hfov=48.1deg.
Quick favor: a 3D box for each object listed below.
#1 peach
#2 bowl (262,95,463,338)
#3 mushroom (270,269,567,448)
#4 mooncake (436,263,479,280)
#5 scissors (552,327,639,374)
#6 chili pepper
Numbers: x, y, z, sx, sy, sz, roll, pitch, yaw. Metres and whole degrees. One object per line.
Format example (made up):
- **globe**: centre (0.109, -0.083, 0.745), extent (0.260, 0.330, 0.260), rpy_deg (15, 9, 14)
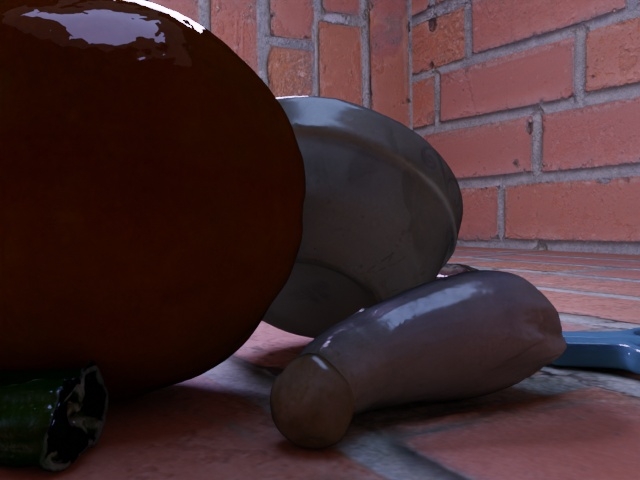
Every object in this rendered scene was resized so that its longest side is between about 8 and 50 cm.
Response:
- **peach**: centre (-0.193, -0.031, 0.602), extent (0.342, 0.343, 0.301), rpy_deg (1, -6, 42)
- **bowl**: centre (0.000, 0.000, 0.803), extent (0.307, 0.163, 0.307), rpy_deg (9, -36, 7)
- **mushroom**: centre (0.068, 0.093, 0.567), extent (0.270, 0.103, 0.118), rpy_deg (-14, 3, -33)
- **mooncake**: centre (0.222, 0.075, 1.220), extent (0.130, 0.073, 0.125), rpy_deg (3, 2, 39)
- **scissors**: centre (0.213, 0.113, 0.758), extent (0.447, 0.029, 0.192), rpy_deg (-2, 1, 22)
- **chili pepper**: centre (-0.261, 0.116, 0.471), extent (0.226, 0.059, 0.088), rpy_deg (-3, 6, 7)
